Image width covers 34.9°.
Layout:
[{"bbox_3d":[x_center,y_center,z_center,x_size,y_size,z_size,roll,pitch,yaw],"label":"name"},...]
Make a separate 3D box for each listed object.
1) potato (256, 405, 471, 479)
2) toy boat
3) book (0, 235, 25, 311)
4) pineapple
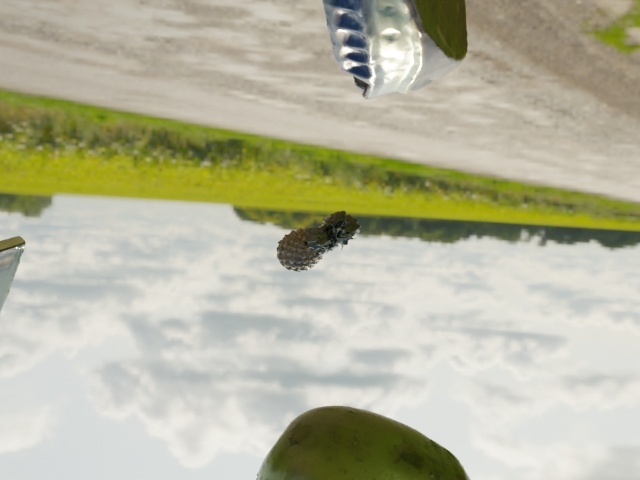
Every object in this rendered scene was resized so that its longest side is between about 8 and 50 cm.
[{"bbox_3d":[0.062,0.328,1.314,0.304,0.216,0.216,17,175,-25],"label":"potato"},{"bbox_3d":[0.016,-0.176,0.629,0.115,0.114,0.262,2,149,24],"label":"toy boat"},{"bbox_3d":[-0.538,0.159,1.308,0.031,0.379,0.264,43,-145,20],"label":"book"},{"bbox_3d":[0.000,0.000,1.620,0.074,0.074,0.159,3,159,-42],"label":"pineapple"}]
